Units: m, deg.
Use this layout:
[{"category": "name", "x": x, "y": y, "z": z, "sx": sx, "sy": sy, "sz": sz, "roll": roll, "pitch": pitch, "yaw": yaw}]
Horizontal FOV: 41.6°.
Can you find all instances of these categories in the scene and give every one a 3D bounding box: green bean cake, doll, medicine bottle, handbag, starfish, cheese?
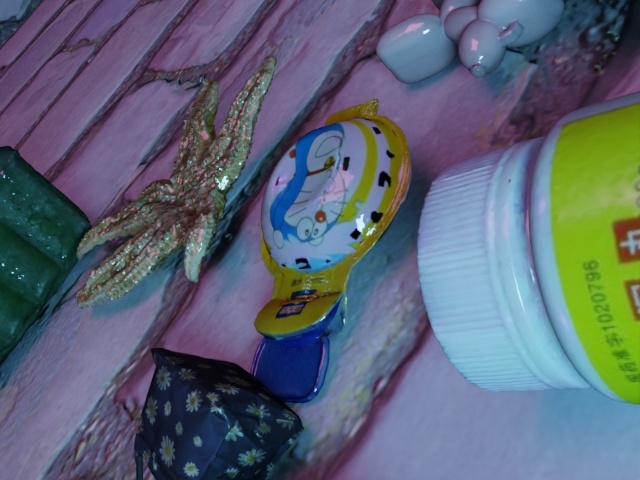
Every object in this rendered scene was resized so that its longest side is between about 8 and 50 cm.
[{"category": "green bean cake", "x": -0.444, "y": 0.049, "z": 0.988, "sx": 0.307, "sy": 0.169, "sz": 0.300, "roll": 4, "pitch": 54, "yaw": 52}, {"category": "doll", "x": 0.127, "y": -0.188, "z": 0.701, "sx": 0.160, "sy": 0.059, "sz": 0.161, "roll": -4, "pitch": 49, "yaw": 48}, {"category": "medicine bottle", "x": 0.168, "y": -0.001, "z": 0.363, "sx": 0.225, "sy": 0.139, "sz": 0.139, "roll": -13, "pitch": 44, "yaw": 41}, {"category": "handbag", "x": -0.089, "y": 0.151, "z": 0.558, "sx": 0.115, "sy": 0.072, "sz": 0.139, "roll": 25, "pitch": 89, "yaw": 53}, {"category": "starfish", "x": -0.137, "y": -0.053, "z": 0.850, "sx": 0.299, "sy": 0.060, "sz": 0.302, "roll": 2, "pitch": 60, "yaw": 57}, {"category": "cheese", "x": 0.000, "y": 0.000, "z": 0.628, "sx": 0.156, "sy": 0.064, "sz": 0.250, "roll": -12, "pitch": 57, "yaw": 43}]
